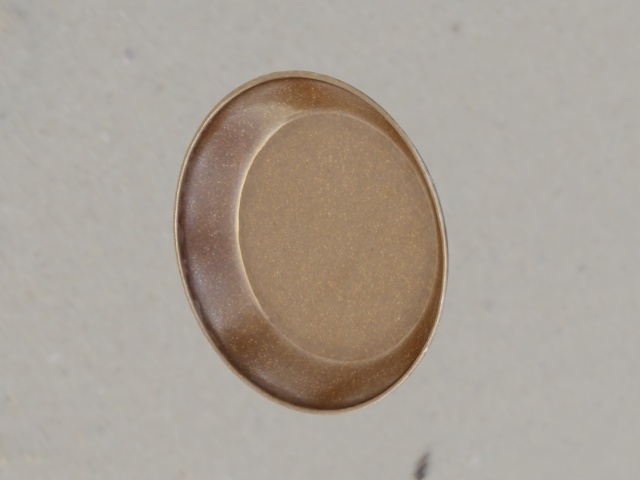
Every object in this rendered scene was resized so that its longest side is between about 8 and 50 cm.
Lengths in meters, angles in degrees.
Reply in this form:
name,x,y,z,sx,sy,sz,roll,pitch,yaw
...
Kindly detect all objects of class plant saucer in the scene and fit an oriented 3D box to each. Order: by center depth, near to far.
name,x,y,z,sx,sy,sz,roll,pitch,yaw
plant saucer,0.000,0.000,1.132,0.036,0.198,0.198,-14,131,-50
